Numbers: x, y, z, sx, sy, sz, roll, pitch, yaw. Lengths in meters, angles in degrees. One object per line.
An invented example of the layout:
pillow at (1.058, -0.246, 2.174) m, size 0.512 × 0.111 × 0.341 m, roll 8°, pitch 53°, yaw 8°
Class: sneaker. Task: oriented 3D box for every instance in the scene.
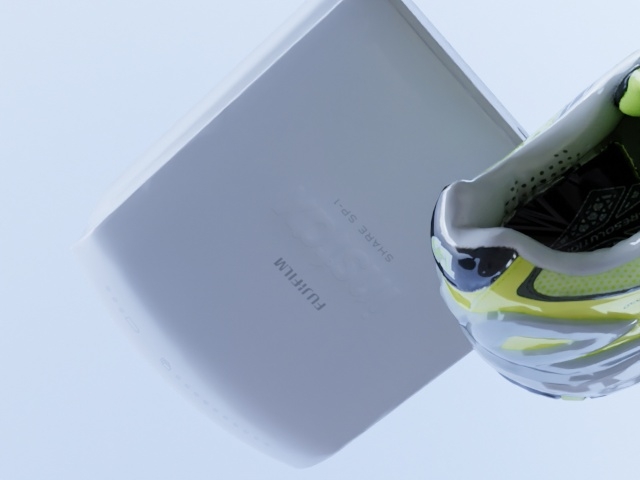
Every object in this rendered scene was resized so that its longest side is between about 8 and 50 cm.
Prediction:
sneaker at (0.226, -0.053, 0.508) m, size 0.147 × 0.384 × 0.145 m, roll 38°, pitch -161°, yaw -55°

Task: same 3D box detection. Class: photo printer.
photo printer at (0.000, 0.000, 0.747) m, size 0.256 × 0.307 × 0.107 m, roll 47°, pitch -163°, yaw -12°
